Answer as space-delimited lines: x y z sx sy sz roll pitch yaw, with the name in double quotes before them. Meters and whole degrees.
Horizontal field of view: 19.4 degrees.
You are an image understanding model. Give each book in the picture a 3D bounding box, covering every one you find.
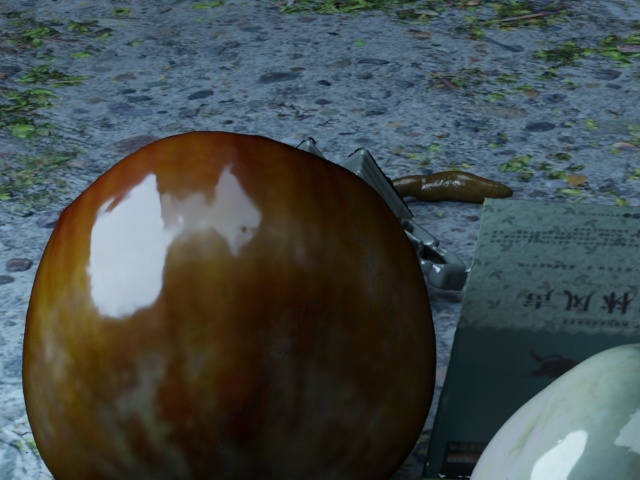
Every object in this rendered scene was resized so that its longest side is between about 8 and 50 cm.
"book" 0.250 0.092 1.706 0.264 0.031 0.379 2 41 14

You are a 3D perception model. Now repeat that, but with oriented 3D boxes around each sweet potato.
"sweet potato" 0.134 -0.060 2.179 0.179 0.044 0.044 0 25 8

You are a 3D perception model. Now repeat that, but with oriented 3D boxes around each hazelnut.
"hazelnut" -0.080 0.079 1.599 0.365 0.366 0.366 -4 24 2

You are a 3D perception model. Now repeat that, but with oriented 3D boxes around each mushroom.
"mushroom" 0.236 0.207 1.369 0.234 0.254 0.260 37 8 -5

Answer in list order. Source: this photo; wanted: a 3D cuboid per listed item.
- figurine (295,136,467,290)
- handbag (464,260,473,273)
"figurine" -0.003 -0.002 1.950 0.308 0.143 0.308 -8 20 3
"handbag" 0.232 0.027 1.912 0.117 0.095 0.173 1 16 30
